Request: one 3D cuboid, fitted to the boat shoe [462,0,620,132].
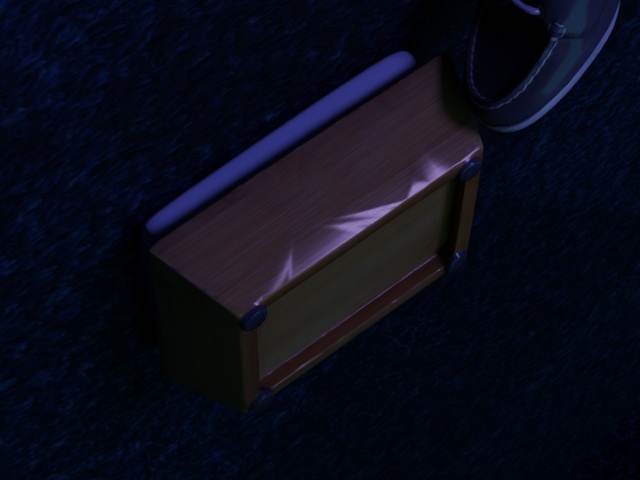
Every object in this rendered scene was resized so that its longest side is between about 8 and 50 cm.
[{"bbox_3d":[0.193,-0.241,1.338,0.095,0.112,0.335,27,99,-49],"label":"boat shoe"}]

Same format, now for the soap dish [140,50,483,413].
[{"bbox_3d":[0.000,0.000,1.445,0.291,0.118,0.229,-34,157,-18],"label":"soap dish"}]
